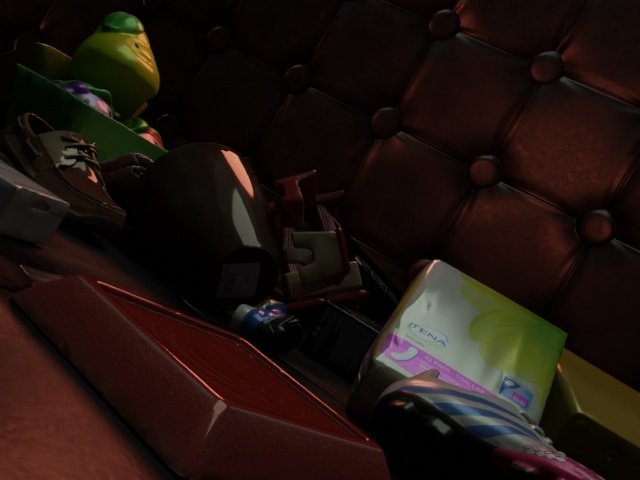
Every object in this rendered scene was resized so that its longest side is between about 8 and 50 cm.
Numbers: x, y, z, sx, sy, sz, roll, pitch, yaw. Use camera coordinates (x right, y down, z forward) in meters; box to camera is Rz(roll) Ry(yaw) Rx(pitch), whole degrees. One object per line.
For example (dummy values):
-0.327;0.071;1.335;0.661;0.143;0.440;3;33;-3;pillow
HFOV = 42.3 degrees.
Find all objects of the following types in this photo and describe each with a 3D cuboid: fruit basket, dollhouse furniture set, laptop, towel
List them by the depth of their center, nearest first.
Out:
0.000;0.000;1.341;0.152;0.201;0.374;-10;-13;-11;dollhouse furniture set
-0.311;-0.079;1.409;0.282;0.049;0.187;-6;-28;46;towel
-0.404;-0.260;1.634;0.283;0.392;0.392;31;0;33;fruit basket
0.040;0.148;1.852;0.382;0.236;0.408;47;24;-16;laptop

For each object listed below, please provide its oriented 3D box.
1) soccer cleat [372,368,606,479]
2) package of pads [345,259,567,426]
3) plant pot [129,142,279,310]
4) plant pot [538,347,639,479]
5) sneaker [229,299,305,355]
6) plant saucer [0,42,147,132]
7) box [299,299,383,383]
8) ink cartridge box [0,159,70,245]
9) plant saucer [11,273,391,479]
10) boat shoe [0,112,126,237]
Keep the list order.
0.211;0.230;0.846;0.331;0.116;0.143;30;28;25;soccer cleat
0.183;0.168;1.096;0.229;0.101;0.296;31;35;9;package of pads
-0.154;-0.001;1.236;0.215;0.215;0.230;31;13;-38;plant pot
0.371;0.303;1.184;0.212;0.212;0.187;31;10;2;plant pot
-0.056;0.121;1.135;0.084;0.058;0.152;25;2;19;sneaker
-0.607;-0.289;1.803;0.333;0.081;0.333;-8;-17;27;plant saucer
0.072;0.179;1.338;0.158;0.093;0.156;30;1;19;box
-0.355;-0.055;0.890;0.135;0.056;0.099;30;0;20;ink cartridge box
-0.080;0.116;0.663;0.258;0.047;0.259;31;-1;41;plant saucer
-0.385;-0.107;1.215;0.324;0.116;0.123;31;0;36;boat shoe
